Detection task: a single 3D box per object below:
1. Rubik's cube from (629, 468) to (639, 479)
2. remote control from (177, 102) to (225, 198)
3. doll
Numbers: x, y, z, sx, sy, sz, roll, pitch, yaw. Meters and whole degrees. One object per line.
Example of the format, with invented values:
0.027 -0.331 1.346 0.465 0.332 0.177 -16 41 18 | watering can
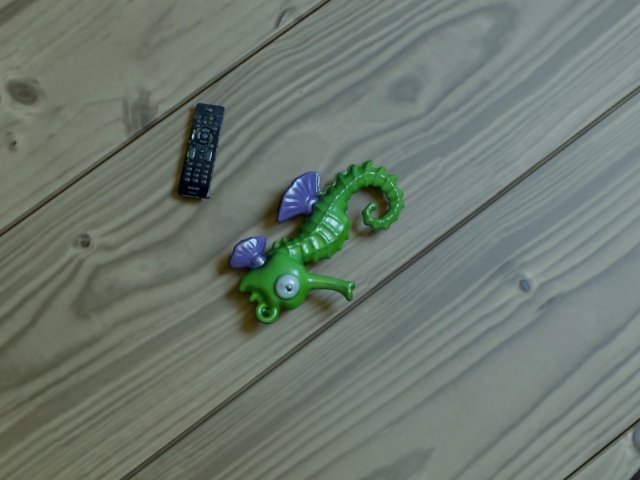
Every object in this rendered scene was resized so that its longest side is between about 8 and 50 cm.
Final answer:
0.336 0.332 1.526 0.237 0.237 0.238 44 79 3 | Rubik's cube
-0.110 -0.083 1.657 0.034 0.016 0.091 9 79 11 | remote control
0.000 0.000 1.640 0.115 0.050 0.190 38 77 5 | doll
